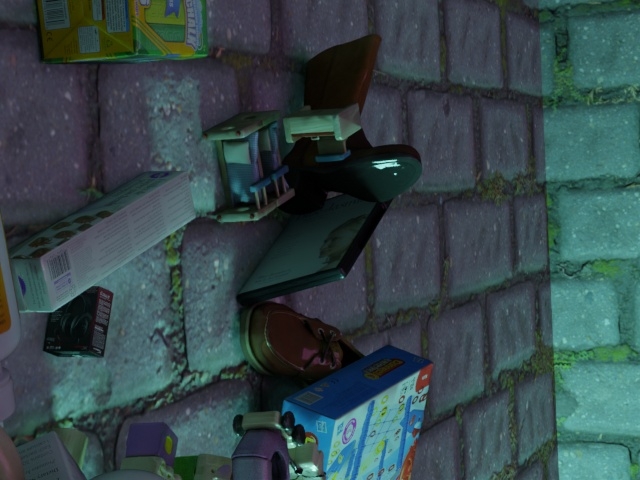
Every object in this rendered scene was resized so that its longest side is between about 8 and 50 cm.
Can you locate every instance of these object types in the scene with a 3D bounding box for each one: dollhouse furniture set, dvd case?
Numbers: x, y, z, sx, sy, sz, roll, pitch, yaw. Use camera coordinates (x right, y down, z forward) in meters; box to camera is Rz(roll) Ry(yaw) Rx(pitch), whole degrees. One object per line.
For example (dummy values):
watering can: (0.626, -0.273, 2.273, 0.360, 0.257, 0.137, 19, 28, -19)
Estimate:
dollhouse furniture set: (-0.047, -0.107, 1.794, 0.129, 0.183, 0.129, -38, 123, -60)
dvd case: (0.000, 0.000, 1.897, 0.022, 0.180, 0.253, 60, 34, -20)

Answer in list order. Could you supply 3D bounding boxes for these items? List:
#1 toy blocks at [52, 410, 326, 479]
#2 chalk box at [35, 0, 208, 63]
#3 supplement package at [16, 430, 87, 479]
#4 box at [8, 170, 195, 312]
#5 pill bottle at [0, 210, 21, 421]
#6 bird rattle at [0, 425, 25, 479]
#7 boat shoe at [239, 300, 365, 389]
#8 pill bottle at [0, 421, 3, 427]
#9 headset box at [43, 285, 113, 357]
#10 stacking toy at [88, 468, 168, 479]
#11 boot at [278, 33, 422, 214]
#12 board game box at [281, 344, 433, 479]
toy blocks: (-0.142, 0.364, 1.405, 0.288, 0.309, 0.260, 57, 33, -48)
chalk box: (-0.213, -0.272, 1.504, 0.213, 0.132, 0.132, -19, 106, -64)
supplement package: (-0.253, 0.328, 1.207, 0.134, 0.139, 0.244, 77, -14, -54)
box: (-0.248, -0.005, 1.493, 0.324, 0.063, 0.067, -42, 127, -59)
pill bottle: (-0.347, 0.046, 1.184, 0.136, 0.136, 0.246, -32, 117, -62)
bird rattle: (-0.351, 0.193, 1.114, 0.143, 0.207, 0.253, -58, 152, -79)
boat shoe: (-0.014, 0.158, 1.943, 0.307, 0.104, 0.111, 34, 58, -61)
pill bottle: (-0.340, 0.150, 1.305, 0.043, 0.043, 0.083, -35, 120, -61)
headset box: (-0.267, 0.086, 1.447, 0.032, 0.062, 0.083, 36, 57, -61)
stacking toy: (-0.267, 0.331, 0.974, 0.480, 0.350, 0.351, -43, 129, -39)
boot: (0.062, -0.184, 1.951, 0.096, 0.264, 0.280, 34, 56, -31)
board game box: (0.038, 0.340, 1.928, 0.308, 0.086, 0.302, -20, 124, -57)
